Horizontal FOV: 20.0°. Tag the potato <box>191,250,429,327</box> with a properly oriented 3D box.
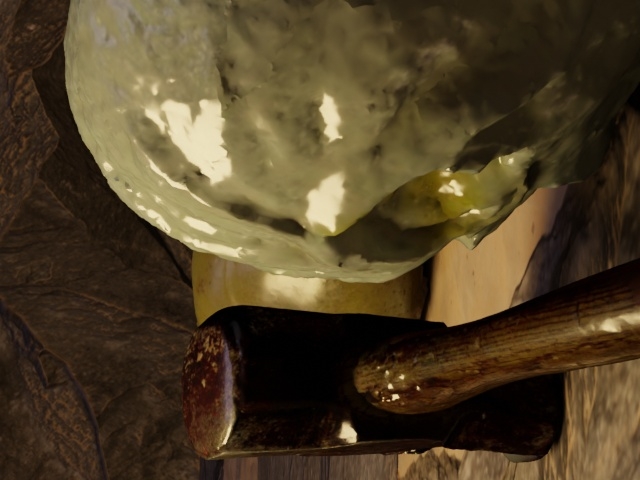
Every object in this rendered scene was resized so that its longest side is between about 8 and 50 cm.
[{"bbox_3d":[-0.004,-0.001,1.603,0.218,0.202,0.351,-113,31,-42],"label":"potato"}]

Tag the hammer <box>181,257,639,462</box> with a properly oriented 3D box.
[{"bbox_3d":[0.099,0.060,1.037,0.409,0.242,0.095,152,119,-61],"label":"hammer"}]

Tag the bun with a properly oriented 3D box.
[{"bbox_3d":[0.033,-0.101,0.994,0.362,0.362,0.211,113,135,-68],"label":"bun"}]
